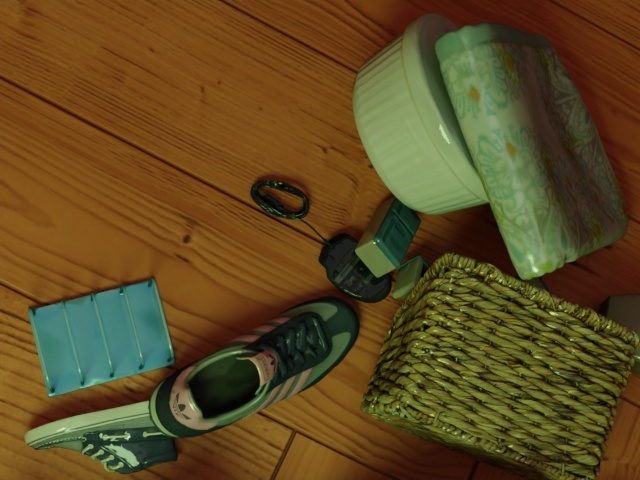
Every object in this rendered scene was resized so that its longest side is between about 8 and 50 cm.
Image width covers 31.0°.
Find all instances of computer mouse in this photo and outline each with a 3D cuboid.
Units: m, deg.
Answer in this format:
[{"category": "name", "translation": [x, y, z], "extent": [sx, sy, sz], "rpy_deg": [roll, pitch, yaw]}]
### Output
[{"category": "computer mouse", "translation": [0.000, 0.000, 1.609], "extent": [0.242, 0.041, 0.071], "rpy_deg": [42, 80, 5]}]

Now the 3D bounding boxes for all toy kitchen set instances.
[{"category": "toy kitchen set", "translation": [0.185, 0.024, 1.569], "extent": [0.207, 0.166, 0.122], "rpy_deg": [50, 35, -16]}]

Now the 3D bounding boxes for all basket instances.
[{"category": "basket", "translation": [0.230, 0.176, 1.525], "extent": [0.299, 0.213, 0.223], "rpy_deg": [22, 77, -8]}]

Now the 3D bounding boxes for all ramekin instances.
[{"category": "ramekin", "translation": [0.153, -0.158, 1.557], "extent": [0.127, 0.273, 0.273], "rpy_deg": [-25, 84, 29]}]

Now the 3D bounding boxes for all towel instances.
[{"category": "towel", "translation": [0.293, -0.126, 1.542], "extent": [0.090, 0.374, 0.320], "rpy_deg": [-25, 84, 28]}]

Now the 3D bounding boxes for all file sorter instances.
[{"category": "file sorter", "translation": [-0.282, 0.122, 1.494], "extent": [0.170, 0.104, 0.118], "rpy_deg": [-14, 84, -13]}]

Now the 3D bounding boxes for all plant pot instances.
[{"category": "plant pot", "translation": [0.444, 0.128, 1.636], "extent": [0.096, 0.109, 0.109], "rpy_deg": [13, 78, 4]}]

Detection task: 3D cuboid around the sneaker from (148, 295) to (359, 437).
[{"category": "sneaker", "translation": [-0.064, 0.163, 1.500], "extent": [0.319, 0.131, 0.112], "rpy_deg": [-29, 90, -25]}]

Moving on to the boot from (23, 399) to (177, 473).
[{"category": "boot", "translation": [-0.280, 0.264, 1.486], "extent": [0.190, 0.069, 0.086], "rpy_deg": [-11, 80, -14]}]
